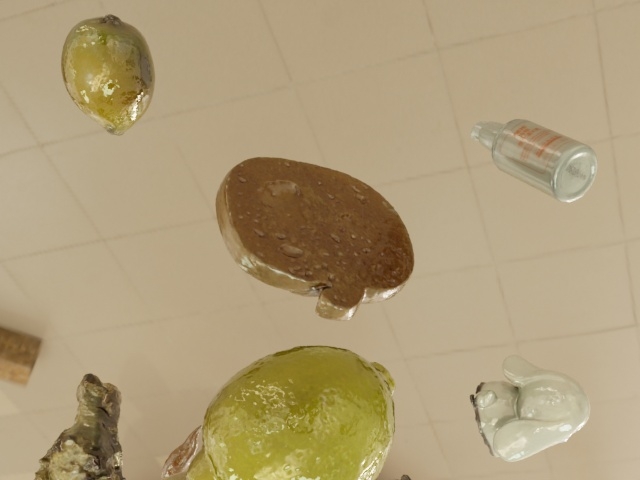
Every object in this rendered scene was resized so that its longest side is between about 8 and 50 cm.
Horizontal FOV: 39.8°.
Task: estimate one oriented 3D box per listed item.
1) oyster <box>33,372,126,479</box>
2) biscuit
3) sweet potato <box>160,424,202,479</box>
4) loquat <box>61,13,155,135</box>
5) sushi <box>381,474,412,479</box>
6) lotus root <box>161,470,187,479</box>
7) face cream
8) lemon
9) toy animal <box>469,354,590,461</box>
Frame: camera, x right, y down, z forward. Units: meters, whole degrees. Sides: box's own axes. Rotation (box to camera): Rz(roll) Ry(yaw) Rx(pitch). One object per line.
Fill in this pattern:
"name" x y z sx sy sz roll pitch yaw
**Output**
"oyster" -0.442 0.421 1.734 0.133 0.337 0.198 -38 123 24
"biscuit" -0.001 0.001 1.458 0.367 0.314 0.063 10 139 -32
"sweet potato" -0.316 0.495 2.025 0.056 0.056 0.195 29 107 -20
"loquat" -0.339 -0.266 1.424 0.152 0.152 0.195 3 114 3
"sushi" 0.154 0.574 1.935 0.109 0.273 0.134 3 94 -24
"lotus root" -0.189 0.375 1.304 0.150 0.073 0.062 8 109 -48
"face cream" 0.348 -0.154 1.507 0.101 0.251 0.101 -15 121 -26
"lemon" -0.017 0.199 0.907 0.248 0.184 0.184 -25 139 -24
"toy animal" 0.506 0.401 2.173 0.289 0.249 0.174 -31 140 20
